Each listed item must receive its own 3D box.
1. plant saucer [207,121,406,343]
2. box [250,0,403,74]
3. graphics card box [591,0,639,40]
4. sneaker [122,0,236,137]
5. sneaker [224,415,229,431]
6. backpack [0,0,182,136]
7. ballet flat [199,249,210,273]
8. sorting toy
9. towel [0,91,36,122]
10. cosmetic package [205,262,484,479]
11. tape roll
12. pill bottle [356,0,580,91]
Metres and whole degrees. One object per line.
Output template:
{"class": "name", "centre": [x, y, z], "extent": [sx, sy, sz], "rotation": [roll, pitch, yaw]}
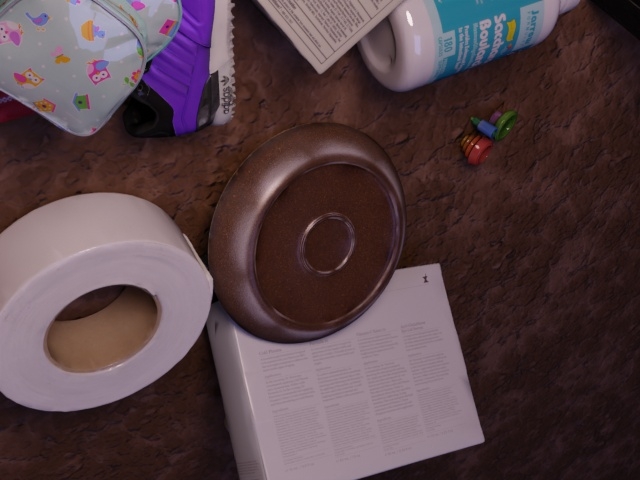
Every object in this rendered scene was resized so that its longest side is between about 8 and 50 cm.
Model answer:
{"class": "plant saucer", "centre": [0.000, 0.000, 1.286], "extent": [0.311, 0.050, 0.310], "rotation": [-13, 114, -30]}
{"class": "box", "centre": [0.022, -0.318, 1.009], "extent": [0.232, 0.127, 0.148], "rotation": [-41, 141, 5]}
{"class": "graphics card box", "centre": [0.578, -0.353, 1.311], "extent": [0.371, 0.232, 0.094], "rotation": [-20, 143, -19]}
{"class": "sneaker", "centre": [-0.171, -0.215, 0.986], "extent": [0.146, 0.102, 0.293], "rotation": [-21, 139, -19]}
{"class": "sneaker", "centre": [-0.020, 0.210, 1.534], "extent": [0.296, 0.104, 0.146], "rotation": [-16, 136, -33]}
{"class": "backpack", "centre": [-0.219, -0.201, 0.868], "extent": [0.166, 0.144, 0.188], "rotation": [34, 107, -31]}
{"class": "ballet flat", "centre": [-0.118, 0.024, 1.304], "extent": [0.173, 0.049, 0.057], "rotation": [-41, 154, 6]}
{"class": "sorting toy", "centre": [0.239, -0.159, 1.410], "extent": [0.102, 0.042, 0.061], "rotation": [-50, 157, -3]}
{"class": "towel", "centre": [-0.383, -0.200, 0.897], "extent": [0.199, 0.031, 0.274], "rotation": [-21, 138, -20]}
{"class": "cosmetic package", "centre": [0.040, 0.199, 1.422], "extent": [0.377, 0.284, 0.097], "rotation": [-7, 171, -32]}
{"class": "tape roll", "centre": [-0.281, 0.079, 1.199], "extent": [0.286, 0.100, 0.286], "rotation": [-20, 138, -20]}
{"class": "pill bottle", "centre": [0.179, -0.281, 1.150], "extent": [0.264, 0.146, 0.146], "rotation": [-22, 139, -18]}
